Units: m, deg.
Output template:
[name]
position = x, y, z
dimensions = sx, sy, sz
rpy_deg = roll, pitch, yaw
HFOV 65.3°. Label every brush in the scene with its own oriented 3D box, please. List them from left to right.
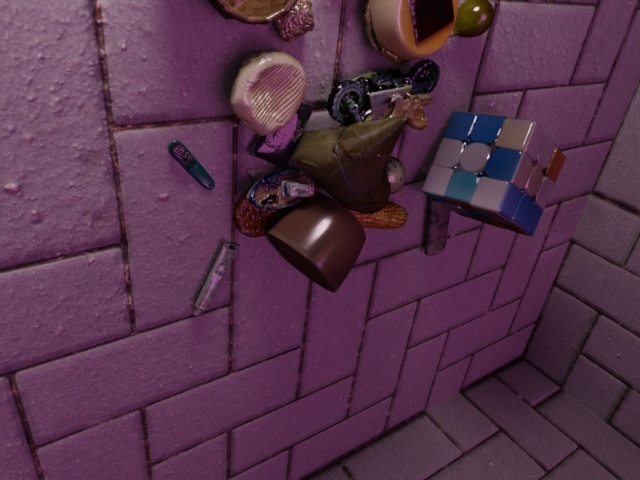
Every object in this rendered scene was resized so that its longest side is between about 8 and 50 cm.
[brush]
position = -0.348, -0.200, 1.378
dimensions = 0.043, 0.032, 0.193
rpy_deg = -44, 136, -7

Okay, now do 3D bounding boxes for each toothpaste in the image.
[toothpaste]
position = -0.342, 0.125, 1.602
dimensions = 0.069, 0.047, 0.268
rpy_deg = 25, 100, -27

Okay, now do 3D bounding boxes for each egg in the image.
[egg]
position = 0.234, -0.228, 1.764
dimensions = 0.141, 0.141, 0.181
rpy_deg = -60, 155, 12

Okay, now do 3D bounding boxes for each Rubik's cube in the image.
[Rubik's cube]
position = 0.657, -0.253, 1.902
dimensions = 0.344, 0.346, 0.347
rpy_deg = 19, 92, -46

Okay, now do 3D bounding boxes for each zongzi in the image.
[zongzi]
position = 0.168, -0.216, 1.481
dimensions = 0.356, 0.392, 0.174
rpy_deg = 36, 57, -41

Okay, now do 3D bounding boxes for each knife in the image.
[knife]
position = -0.107, -0.202, 1.588
dimensions = 0.297, 0.017, 0.047
rpy_deg = 2, 115, -37

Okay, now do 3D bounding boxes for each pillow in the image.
[pillow]
position = -0.112, -0.323, 1.468
dimensions = 0.141, 0.055, 0.208
rpy_deg = 17, 106, -38

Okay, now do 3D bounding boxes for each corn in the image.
[corn]
position = 0.197, -0.095, 1.852
dimensions = 0.317, 0.115, 0.115
rpy_deg = 3, 117, -38

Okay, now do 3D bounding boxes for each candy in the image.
[candy]
position = -0.068, -0.579, 1.314
dimensions = 0.110, 0.085, 0.095
rpy_deg = -26, 125, -8

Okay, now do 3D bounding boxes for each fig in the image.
[fig]
position = 0.456, -0.705, 1.644
dimensions = 0.236, 0.124, 0.124
rpy_deg = -30, 136, 0

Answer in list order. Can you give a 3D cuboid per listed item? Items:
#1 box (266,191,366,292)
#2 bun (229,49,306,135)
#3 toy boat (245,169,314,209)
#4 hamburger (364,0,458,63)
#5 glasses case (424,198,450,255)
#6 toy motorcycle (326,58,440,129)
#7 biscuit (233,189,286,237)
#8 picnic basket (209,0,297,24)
[box]
position = 0.000, 0.000, 1.637
dimensions = 0.216, 0.301, 0.301
rpy_deg = -49, 138, -14
[bun]
position = -0.150, -0.402, 1.324
dimensions = 0.231, 0.133, 0.231
rpy_deg = -30, 138, -30
[toy boat]
position = -0.110, -0.152, 1.515
dimensions = 0.262, 0.115, 0.114
rpy_deg = -17, 114, -32
[hamburger]
position = 0.259, -0.670, 1.451
dimensions = 0.302, 0.170, 0.302
rpy_deg = -20, 126, -30
[glasses case]
position = 0.502, -0.076, 2.150
dimensions = 0.114, 0.060, 0.299
rpy_deg = -25, 132, -26
[toy motorcycle]
position = 0.200, -0.423, 1.568
dimensions = 0.410, 0.169, 0.237
rpy_deg = -23, 142, -20
[biscuit]
position = -0.188, -0.092, 1.591
dimensions = 0.187, 0.027, 0.188
rpy_deg = -21, 130, -28
[picnic basket]
position = -0.131, -0.622, 1.052
dimensions = 0.293, 0.337, 0.337
rpy_deg = -45, 137, -5
